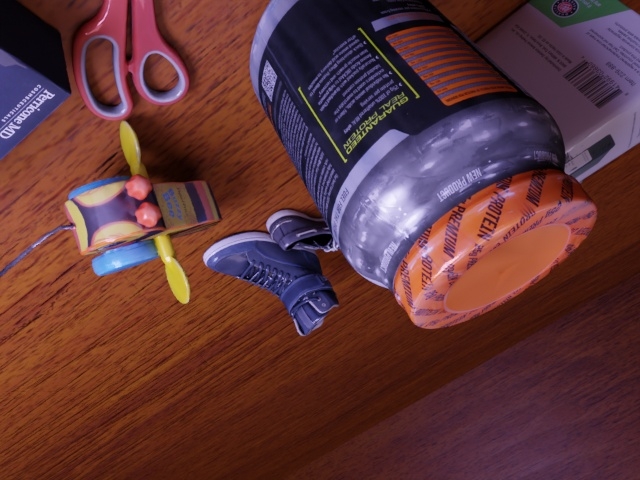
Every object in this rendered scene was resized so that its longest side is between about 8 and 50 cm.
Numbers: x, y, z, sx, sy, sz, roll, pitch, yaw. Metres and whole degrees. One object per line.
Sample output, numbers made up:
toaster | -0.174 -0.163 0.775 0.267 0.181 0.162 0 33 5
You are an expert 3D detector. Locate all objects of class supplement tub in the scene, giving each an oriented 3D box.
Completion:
supplement tub | 0.076 -0.101 0.447 0.207 0.337 0.207 -19 147 -13

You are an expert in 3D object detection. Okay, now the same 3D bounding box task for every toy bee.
toy bee | -0.188 -0.014 0.475 0.162 0.298 0.195 -17 114 32

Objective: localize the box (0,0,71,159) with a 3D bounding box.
box | -0.357 -0.107 0.343 0.261 0.103 0.184 -36 150 13

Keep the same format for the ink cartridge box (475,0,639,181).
ink cartridge box | 0.274 -0.171 0.617 0.289 0.211 0.122 -36 149 15

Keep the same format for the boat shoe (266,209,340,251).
boat shoe | 0.000 0.000 0.791 0.206 0.064 0.075 10 132 -45

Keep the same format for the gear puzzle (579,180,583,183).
gear puzzle | 0.566 -0.076 1.124 0.176 0.044 0.339 -31 148 6

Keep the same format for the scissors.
scissors | -0.167 -0.226 0.385 0.109 0.021 0.297 -12 146 -21

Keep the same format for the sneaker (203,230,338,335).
sneaker | -0.069 0.073 0.756 0.226 0.163 0.086 6 137 -40
